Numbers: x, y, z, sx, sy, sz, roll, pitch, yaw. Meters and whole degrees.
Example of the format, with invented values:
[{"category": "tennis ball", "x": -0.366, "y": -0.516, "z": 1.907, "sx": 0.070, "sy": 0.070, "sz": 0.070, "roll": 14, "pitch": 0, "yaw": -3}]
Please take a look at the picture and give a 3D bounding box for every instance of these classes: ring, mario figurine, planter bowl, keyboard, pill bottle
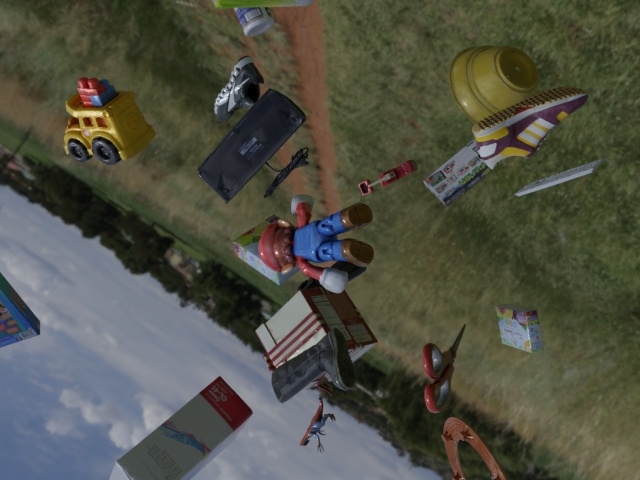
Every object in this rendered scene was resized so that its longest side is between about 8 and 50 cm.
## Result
[{"category": "ring", "x": 0.404, "y": 0.620, "z": 1.618, "sx": 0.336, "sy": 0.032, "sz": 0.336, "roll": 161, "pitch": 90, "yaw": -76}, {"category": "mario figurine", "x": 0.000, "y": 0.000, "z": 1.412, "sx": 0.320, "sy": 0.198, "sz": 0.170, "roll": -7, "pitch": 135, "yaw": 48}, {"category": "planter bowl", "x": 0.384, "y": -0.335, "z": 1.303, "sx": 0.217, "sy": 0.217, "sz": 0.090, "roll": 34, "pitch": 153, "yaw": -7}, {"category": "keyboard", "x": -0.152, "y": -0.214, "z": 1.599, "sx": 0.201, "sy": 0.317, "sz": 0.033, "roll": 46, "pitch": -159, "yaw": -4}, {"category": "pill bottle", "x": -0.208, "y": -0.687, "z": 1.807, "sx": 0.094, "sy": 0.094, "sz": 0.169, "roll": 162, "pitch": 84, "yaw": -80}, {"category": "keyboard", "x": 0.641, "y": -0.170, "z": 1.692, "sx": 0.014, "sy": 0.072, "sz": 0.256, "roll": 56, "pitch": 148, "yaw": -9}]

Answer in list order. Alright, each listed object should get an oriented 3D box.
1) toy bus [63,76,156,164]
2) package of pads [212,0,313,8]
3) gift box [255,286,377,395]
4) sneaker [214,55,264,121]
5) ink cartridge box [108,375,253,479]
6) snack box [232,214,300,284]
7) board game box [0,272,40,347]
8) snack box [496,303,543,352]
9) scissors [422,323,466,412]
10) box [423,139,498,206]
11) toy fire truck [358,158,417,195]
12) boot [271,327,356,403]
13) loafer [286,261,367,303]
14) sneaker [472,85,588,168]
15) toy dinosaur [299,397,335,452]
[{"category": "toy bus", "x": -0.557, "y": -0.312, "z": 1.563, "sx": 0.220, "sy": 0.149, "sz": 0.211, "roll": 6, "pitch": 133, "yaw": 25}, {"category": "package of pads", "x": -0.140, "y": -0.720, "z": 1.627, "sx": 0.229, "sy": 0.297, "sz": 0.101, "roll": 108, "pitch": 143, "yaw": -49}, {"category": "gift box", "x": -0.017, "y": 0.316, "z": 1.883, "sx": 0.255, "sy": 0.258, "sz": 0.276, "roll": 5, "pitch": -132, "yaw": -50}, {"category": "sneaker", "x": -0.237, "y": -0.420, "z": 1.840, "sx": 0.106, "sy": 0.078, "sz": 0.234, "roll": 49, "pitch": 130, "yaw": 12}, {"category": "ink cartridge box", "x": -0.327, "y": 0.489, "z": 1.467, "sx": 0.131, "sy": 0.306, "sz": 0.226, "roll": 47, "pitch": 142, "yaw": 11}, {"category": "snack box", "x": -0.134, "y": 0.023, "z": 1.910, "sx": 0.207, "sy": 0.174, "sz": 0.070, "roll": 31, "pitch": 142, "yaw": 34}, {"category": "board game box", "x": -0.742, "y": 0.160, "z": 1.379, "sx": 0.210, "sy": 0.160, "sz": 0.047, "roll": 80, "pitch": 169, "yaw": -48}, {"category": "snack box", "x": 0.492, "y": 0.215, "z": 1.554, "sx": 0.141, "sy": 0.037, "sz": 0.100, "roll": 180, "pitch": 78, "yaw": -77}, {"category": "scissors", "x": 0.223, "y": 0.213, "z": 1.083, "sx": 0.021, "sy": 0.109, "sz": 0.297, "roll": -11, "pitch": 176, "yaw": 24}, {"category": "box", "x": 0.437, "y": -0.210, "z": 1.957, "sx": 0.114, "sy": 0.207, "sz": 0.036, "roll": 53, "pitch": -176, "yaw": 34}, {"category": "toy fire truck", "x": 0.238, "y": -0.222, "z": 2.186, "sx": 0.047, "sy": 0.192, "sz": 0.135, "roll": 64, "pitch": -156, "yaw": 0}, {"category": "boot", "x": -0.024, "y": 0.319, "z": 1.468, "sx": 0.076, "sy": 0.208, "sz": 0.189, "roll": 48, "pitch": -163, "yaw": -28}, {"category": "loafer", "x": 0.007, "y": 0.127, "z": 2.040, "sx": 0.095, "sy": 0.302, "sz": 0.109, "roll": 62, "pitch": 159, "yaw": 0}, {"category": "sneaker", "x": 0.342, "y": -0.182, "z": 1.010, "sx": 0.069, "sy": 0.185, "sz": 0.084, "roll": -87, "pitch": -27, "yaw": -64}, {"category": "toy dinosaur", "x": -0.011, "y": 0.348, "z": 1.172, "sx": 0.090, "sy": 0.082, "sz": 0.047, "roll": 61, "pitch": -175, "yaw": 5}]
